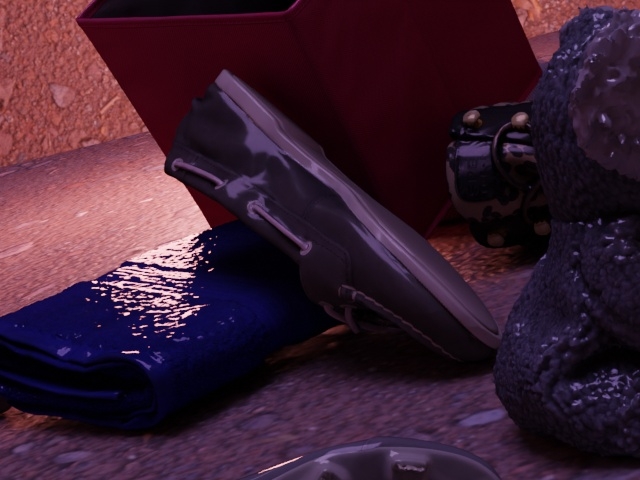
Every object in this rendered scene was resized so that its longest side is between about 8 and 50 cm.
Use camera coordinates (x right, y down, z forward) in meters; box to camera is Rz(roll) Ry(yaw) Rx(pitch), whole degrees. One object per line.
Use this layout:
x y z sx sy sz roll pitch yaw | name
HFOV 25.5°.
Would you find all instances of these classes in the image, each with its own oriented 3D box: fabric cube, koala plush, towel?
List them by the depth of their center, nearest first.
0.171 -0.018 0.738 0.203 0.221 0.196 -13 12 10 | koala plush
-0.085 0.059 1.094 0.228 0.076 0.308 6 23 43 | towel
0.000 -0.171 1.243 0.254 0.258 0.259 5 48 42 | fabric cube

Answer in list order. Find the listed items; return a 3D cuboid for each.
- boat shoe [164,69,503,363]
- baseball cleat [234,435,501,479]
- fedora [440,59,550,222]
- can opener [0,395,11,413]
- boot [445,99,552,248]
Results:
0.000 0.000 1.008 0.112 0.095 0.335 29 13 -50 | boat shoe
-0.018 0.129 0.665 0.206 0.072 0.109 -11 5 2 | baseball cleat
0.161 -0.108 1.415 0.276 0.124 0.243 -14 12 3 | fedora
-0.365 0.112 1.151 0.280 0.093 0.074 1 18 38 | can opener
0.233 -0.059 1.061 0.284 0.138 0.377 -8 10 25 | boot
